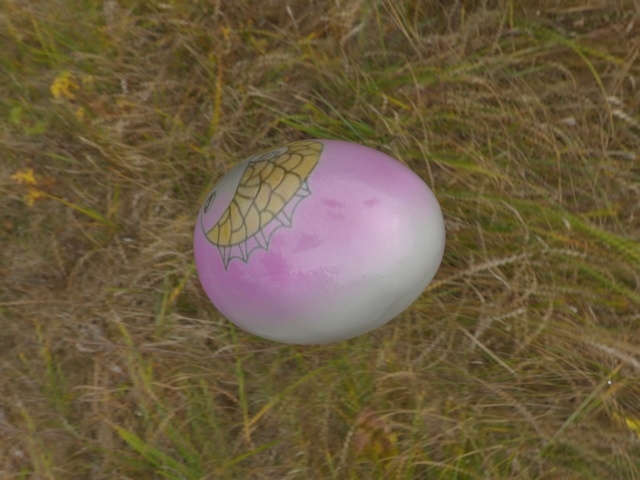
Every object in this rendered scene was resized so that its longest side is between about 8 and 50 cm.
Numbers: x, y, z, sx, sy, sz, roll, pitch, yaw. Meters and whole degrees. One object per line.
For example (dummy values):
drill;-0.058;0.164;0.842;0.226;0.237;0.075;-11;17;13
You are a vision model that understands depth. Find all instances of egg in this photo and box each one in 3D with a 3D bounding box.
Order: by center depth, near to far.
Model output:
egg;0.000;0.000;0.967;0.271;0.196;0.197;-10;79;39
